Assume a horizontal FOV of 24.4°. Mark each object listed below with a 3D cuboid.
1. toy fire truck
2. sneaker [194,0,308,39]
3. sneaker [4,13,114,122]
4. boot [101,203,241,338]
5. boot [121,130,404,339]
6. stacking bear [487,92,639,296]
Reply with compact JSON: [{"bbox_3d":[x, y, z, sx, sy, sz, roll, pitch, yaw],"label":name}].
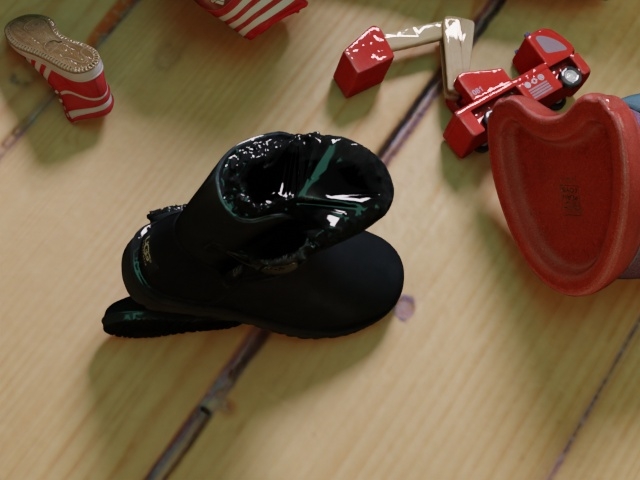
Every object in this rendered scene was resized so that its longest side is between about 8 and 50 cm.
[{"bbox_3d":[0.123,-0.146,1.278,0.192,0.047,0.135,-30,76,-22],"label":"toy fire truck"},{"bbox_3d":[-0.077,-0.251,1.277,0.128,0.087,0.221,44,33,-35],"label":"sneaker"},{"bbox_3d":[-0.213,-0.139,1.212,0.042,0.067,0.118,-39,49,-21],"label":"sneaker"},{"bbox_3d":[-0.117,0.022,1.156,0.121,0.045,0.099,-4,70,-21],"label":"boot"},{"bbox_3d":[0.000,0.000,1.075,0.246,0.207,0.094,6,70,-29],"label":"boot"},{"bbox_3d":[0.309,-0.059,1.224,0.289,0.175,0.164,-12,100,-27],"label":"stacking bear"}]
